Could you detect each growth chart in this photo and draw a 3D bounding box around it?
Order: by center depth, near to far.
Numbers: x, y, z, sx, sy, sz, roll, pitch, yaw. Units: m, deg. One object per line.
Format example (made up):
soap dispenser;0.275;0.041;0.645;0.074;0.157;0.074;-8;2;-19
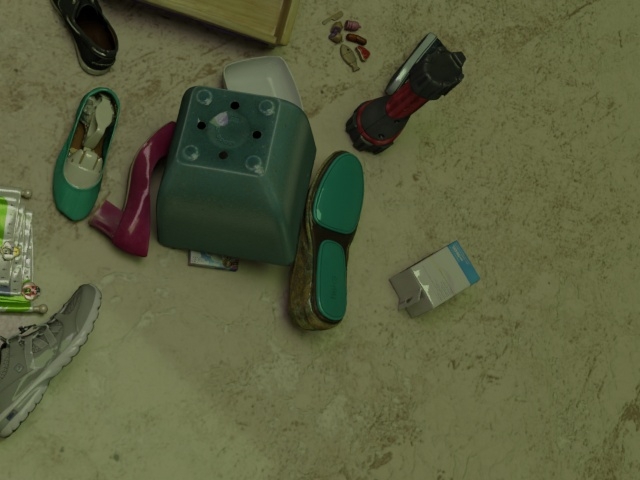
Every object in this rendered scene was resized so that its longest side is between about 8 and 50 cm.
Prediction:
growth chart;-0.546;0.011;1.770;0.172;0.021;0.237;-3;74;-24

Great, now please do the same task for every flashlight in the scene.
flashlight;0.152;-0.257;2.007;0.103;0.304;0.103;13;70;-19

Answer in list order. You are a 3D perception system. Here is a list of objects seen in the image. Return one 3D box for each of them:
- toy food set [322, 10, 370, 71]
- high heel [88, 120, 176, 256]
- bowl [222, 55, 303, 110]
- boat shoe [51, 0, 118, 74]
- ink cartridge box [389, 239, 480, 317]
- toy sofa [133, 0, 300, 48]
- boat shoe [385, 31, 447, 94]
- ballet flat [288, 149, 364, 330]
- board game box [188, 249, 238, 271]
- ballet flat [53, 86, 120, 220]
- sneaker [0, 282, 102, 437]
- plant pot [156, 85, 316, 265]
toy food set;0.061;-0.407;2.175;0.078;0.019;0.122;-36;91;-29
high heel;-0.290;-0.091;1.877;0.117;0.082;0.244;34;67;-3
bowl;-0.114;-0.271;2.034;0.142;0.053;0.142;-16;80;-27
boat shoe;-0.424;-0.416;1.928;0.084;0.079;0.233;-20;81;-28
ink cartridge box;0.210;0.078;2.048;0.143;0.092;0.089;-28;86;-29
toy sofa;-0.225;-0.478;2.006;0.363;0.177;0.150;14;91;-23
boat shoe;0.209;-0.343;2.195;0.083;0.065;0.183;41;61;-6
ballet flat;0.000;0.000;1.967;0.123;0.123;0.348;15;66;-20
board game box;-0.190;0.006;1.931;0.090;0.020;0.090;8;71;-21
ballet flat;-0.401;-0.159;1.850;0.083;0.087;0.247;17;68;-19
sneaker;-0.453;0.170;1.712;0.115;0.105;0.281;38;63;-9
plant pot;-0.148;-0.129;1.819;0.248;0.252;0.247;9;69;4
